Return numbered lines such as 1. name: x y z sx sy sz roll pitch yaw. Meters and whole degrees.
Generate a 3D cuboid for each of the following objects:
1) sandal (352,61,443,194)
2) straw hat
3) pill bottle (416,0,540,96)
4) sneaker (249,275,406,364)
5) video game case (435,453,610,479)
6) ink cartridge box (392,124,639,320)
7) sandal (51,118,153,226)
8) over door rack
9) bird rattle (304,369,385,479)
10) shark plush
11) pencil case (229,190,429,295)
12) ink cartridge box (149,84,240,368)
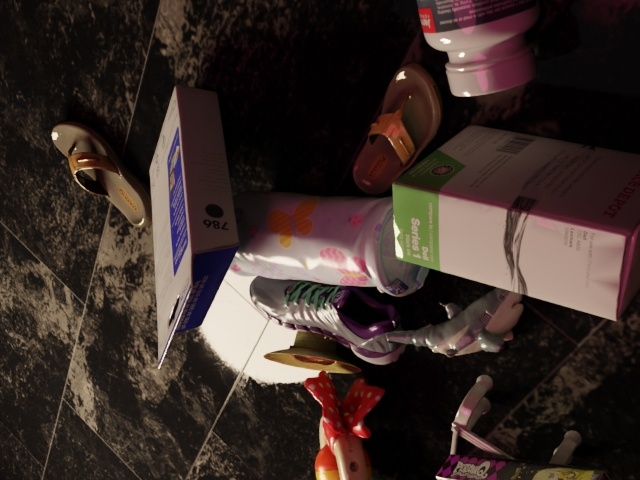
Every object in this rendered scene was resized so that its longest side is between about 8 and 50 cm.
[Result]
1. sandal: 0.077 -0.111 0.890 0.072 0.049 0.180 42 135 13
2. straw hat: -0.006 0.138 1.099 0.144 0.144 0.061 -6 69 42
3. pill bottle: 0.138 -0.227 0.726 0.108 0.108 0.180 0 115 40
4. sneaker: 0.008 0.074 1.027 0.224 0.083 0.098 20 148 19
5. video game case: 0.257 0.322 0.839 0.232 0.042 0.210 54 149 -14
6. ink cartridge box: 0.202 -0.026 0.756 0.219 0.160 0.092 17 126 33
7. sandal: -0.342 -0.099 1.245 0.219 0.060 0.090 49 136 6
8. over door rack: 0.257 0.307 0.965 0.239 0.108 0.324 31 146 22
9. bird rattle: 0.027 0.307 1.115 0.207 0.143 0.253 122 129 -69
10. shark plush: 0.157 0.095 0.931 0.161 0.073 0.067 -15 90 35
11. pencil case: 0.000 0.000 0.980 0.273 0.113 0.124 5 160 37
12. ink cartridge box: -0.160 -0.022 0.997 0.165 0.065 0.332 120 149 -43
